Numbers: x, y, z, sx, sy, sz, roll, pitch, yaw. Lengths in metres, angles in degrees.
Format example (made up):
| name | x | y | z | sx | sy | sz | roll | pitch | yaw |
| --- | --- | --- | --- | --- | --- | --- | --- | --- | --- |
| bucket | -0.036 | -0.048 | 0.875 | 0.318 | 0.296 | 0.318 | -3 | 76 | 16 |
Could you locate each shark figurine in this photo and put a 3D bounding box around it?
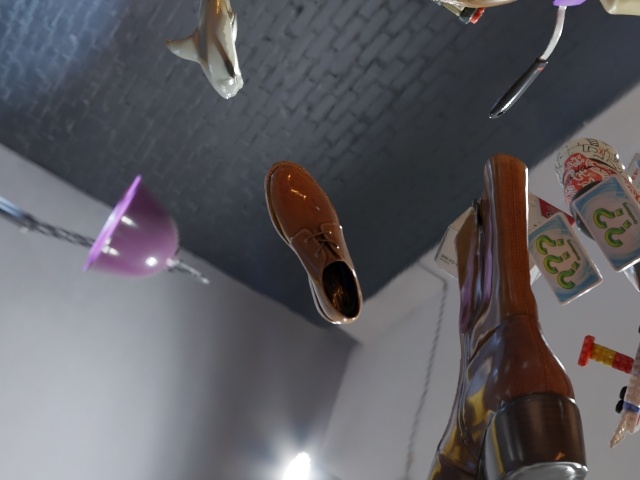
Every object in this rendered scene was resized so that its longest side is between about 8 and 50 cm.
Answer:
| name | x | y | z | sx | sy | sz | roll | pitch | yaw |
| --- | --- | --- | --- | --- | --- | --- | --- | --- | --- |
| shark figurine | -0.185 | -0.339 | 1.380 | 0.166 | 0.116 | 0.278 | -97 | -179 | -66 |

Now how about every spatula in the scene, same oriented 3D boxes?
| name | x | y | z | sx | sy | sz | roll | pitch | yaw |
| --- | --- | --- | --- | --- | --- | --- | --- | --- | --- |
| spatula | 0.326 | -0.283 | 1.278 | 0.084 | 0.030 | 0.296 | -14 | 147 | -41 |

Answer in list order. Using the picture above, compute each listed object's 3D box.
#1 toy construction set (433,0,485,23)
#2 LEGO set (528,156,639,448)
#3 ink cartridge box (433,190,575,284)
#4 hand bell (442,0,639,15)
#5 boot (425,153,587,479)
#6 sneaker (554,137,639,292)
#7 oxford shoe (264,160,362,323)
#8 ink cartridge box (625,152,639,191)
| name | x | y | z | sx | sy | sz | roll | pitch | yaw |
| --- | --- | --- | --- | --- | --- | --- | --- | --- | --- |
| toy construction set | 0.270 | -0.481 | 1.469 | 0.215 | 0.151 | 0.328 | -55 | 165 | 25 |
| LEGO set | 0.288 | 0.057 | 0.753 | 0.182 | 0.244 | 0.060 | -38 | 160 | 34 |
| ink cartridge box | 0.407 | 0.001 | 1.957 | 0.273 | 0.197 | 0.114 | -38 | 153 | -43 |
| hand bell | 0.221 | -0.237 | 0.810 | 0.126 | 0.242 | 0.126 | -4 | 90 | -85 |
| boot | 0.128 | 0.108 | 0.772 | 0.264 | 0.096 | 0.280 | 97 | -8 | -52 |
| sneaker | 0.398 | -0.024 | 1.138 | 0.090 | 0.270 | 0.145 | -37 | -146 | 26 |
| oxford shoe | 0.000 | 0.000 | 1.057 | 0.076 | 0.212 | 0.076 | -27 | -176 | -11 |
| ink cartridge box | 0.690 | -0.068 | 1.747 | 0.218 | 0.092 | 0.158 | 23 | -101 | 49 |
